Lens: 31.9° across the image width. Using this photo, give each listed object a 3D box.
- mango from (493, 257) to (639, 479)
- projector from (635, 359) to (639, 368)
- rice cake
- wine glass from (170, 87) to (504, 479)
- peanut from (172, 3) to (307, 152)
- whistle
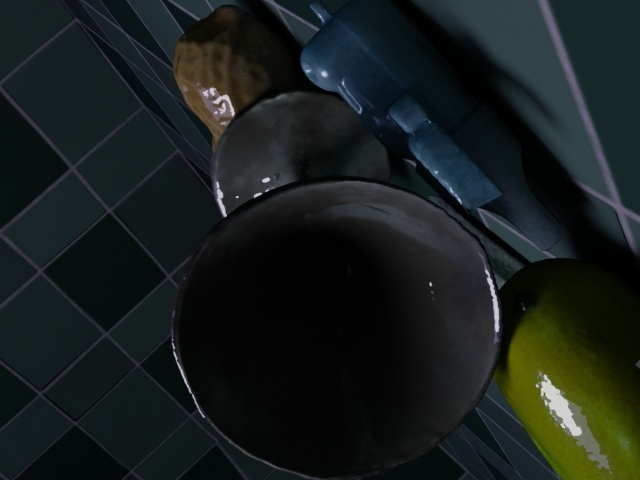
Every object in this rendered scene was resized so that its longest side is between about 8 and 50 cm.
[{"bbox_3d":[0.246,0.137,0.937,0.273,0.149,0.185,58,173,9],"label":"mango"},{"bbox_3d":[0.280,0.082,0.775,0.082,0.083,0.083,45,172,16],"label":"projector"},{"bbox_3d":[0.191,0.035,1.188,0.222,0.042,0.080,41,169,33],"label":"rice cake"},{"bbox_3d":[0.000,0.000,1.055,0.267,0.267,0.406,50,-169,-21],"label":"wine glass"},{"bbox_3d":[-0.063,-0.128,1.293,0.291,0.159,0.143,50,-169,-25],"label":"peanut"},{"bbox_3d":[0.091,-0.096,0.901,0.274,0.093,0.186,45,-172,-1],"label":"whistle"}]
